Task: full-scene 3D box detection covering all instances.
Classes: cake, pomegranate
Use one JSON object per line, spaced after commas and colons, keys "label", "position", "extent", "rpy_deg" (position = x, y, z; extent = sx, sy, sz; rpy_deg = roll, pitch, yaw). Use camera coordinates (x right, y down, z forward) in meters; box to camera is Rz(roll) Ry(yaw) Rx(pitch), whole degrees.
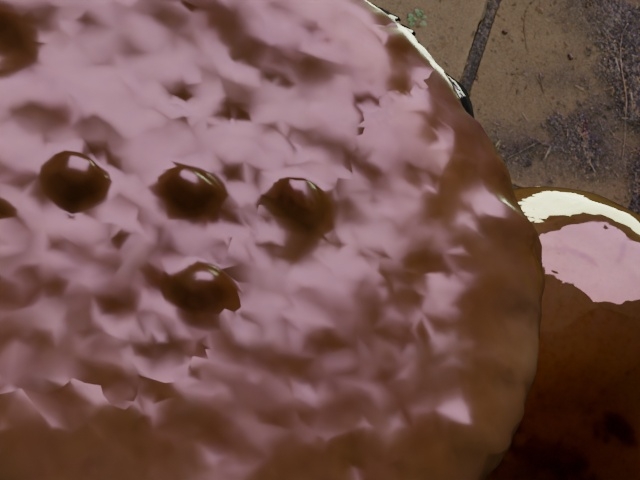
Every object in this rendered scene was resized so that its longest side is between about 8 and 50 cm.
{"label": "cake", "position": [-0.102, 0.061, 0.651], "extent": [0.332, 0.332, 0.321], "rpy_deg": [18, -39, -11]}
{"label": "pomegranate", "position": [0.127, 0.106, 0.882], "extent": [0.319, 0.319, 0.319], "rpy_deg": [18, -1, 0]}

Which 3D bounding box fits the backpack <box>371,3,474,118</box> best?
{"label": "backpack", "position": [0.000, 0.000, 1.297], "extent": [0.363, 0.446, 0.254], "rpy_deg": [10, 10, 41]}
